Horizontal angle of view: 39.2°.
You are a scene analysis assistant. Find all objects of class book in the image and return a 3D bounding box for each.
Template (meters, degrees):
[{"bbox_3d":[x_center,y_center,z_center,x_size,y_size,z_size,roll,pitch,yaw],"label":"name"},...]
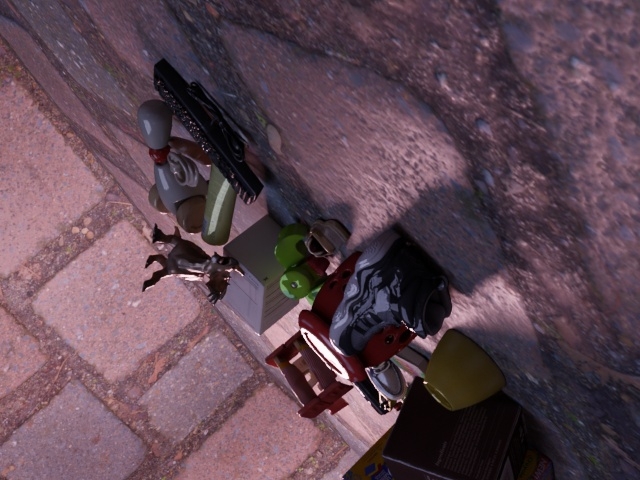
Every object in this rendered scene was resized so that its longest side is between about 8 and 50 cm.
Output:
[{"bbox_3d":[0.191,0.257,1.874,0.096,0.035,0.144,50,166,-31],"label":"book"}]

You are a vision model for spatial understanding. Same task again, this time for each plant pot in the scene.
[{"bbox_3d":[0.066,0.144,1.624,0.191,0.174,0.191,44,165,16],"label":"plant pot"},{"bbox_3d":[0.232,0.232,1.521,0.134,0.095,0.134,43,166,13],"label":"plant pot"}]

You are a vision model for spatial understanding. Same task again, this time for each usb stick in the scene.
[{"bbox_3d":[0.094,0.370,2.465,0.278,0.045,0.077,49,175,-10],"label":"usb stick"}]

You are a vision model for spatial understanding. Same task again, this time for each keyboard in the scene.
[{"bbox_3d":[-0.216,-0.210,1.708,0.317,0.033,0.201,51,158,3],"label":"keyboard"}]

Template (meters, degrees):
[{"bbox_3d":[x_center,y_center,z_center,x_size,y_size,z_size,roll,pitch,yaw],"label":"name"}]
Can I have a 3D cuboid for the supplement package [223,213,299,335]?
[{"bbox_3d":[-0.129,0.081,2.023,0.139,0.134,0.244,43,153,17],"label":"supplement package"}]

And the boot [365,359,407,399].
[{"bbox_3d":[0.119,0.262,1.947,0.190,0.069,0.086,55,-179,15],"label":"boot"}]

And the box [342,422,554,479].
[{"bbox_3d":[0.252,0.475,1.741,0.279,0.290,0.177,37,163,34],"label":"box"}]

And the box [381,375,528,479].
[{"bbox_3d":[0.244,0.372,1.596,0.203,0.167,0.168,14,150,26],"label":"box"}]

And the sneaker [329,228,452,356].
[{"bbox_3d":[0.112,0.119,1.412,0.153,0.101,0.269,36,134,19],"label":"sneaker"}]

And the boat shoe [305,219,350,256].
[{"bbox_3d":[0.000,0.000,1.650,0.063,0.059,0.170,48,167,-5],"label":"boat shoe"}]

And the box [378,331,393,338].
[{"bbox_3d":[0.117,0.169,1.759,0.083,0.067,0.018,29,158,51],"label":"box"}]

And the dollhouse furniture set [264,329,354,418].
[{"bbox_3d":[0.009,0.399,2.610,0.201,0.152,0.374,54,-172,24],"label":"dollhouse furniture set"}]

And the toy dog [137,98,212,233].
[{"bbox_3d":[-0.292,-0.170,1.971,0.220,0.161,0.334,46,152,17],"label":"toy dog"}]

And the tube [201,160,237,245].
[{"bbox_3d":[-0.202,-0.097,1.860,0.070,0.062,0.240,11,127,-3],"label":"tube"}]

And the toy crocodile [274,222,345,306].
[{"bbox_3d":[0.017,0.114,1.831,0.340,0.105,0.115,54,-153,-11],"label":"toy crocodile"}]

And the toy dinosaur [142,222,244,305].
[{"bbox_3d":[-0.278,0.052,1.967,0.200,0.127,0.296,12,-170,-13],"label":"toy dinosaur"}]

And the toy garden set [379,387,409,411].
[{"bbox_3d":[0.205,0.418,2.226,0.204,0.049,0.244,43,166,28],"label":"toy garden set"}]
